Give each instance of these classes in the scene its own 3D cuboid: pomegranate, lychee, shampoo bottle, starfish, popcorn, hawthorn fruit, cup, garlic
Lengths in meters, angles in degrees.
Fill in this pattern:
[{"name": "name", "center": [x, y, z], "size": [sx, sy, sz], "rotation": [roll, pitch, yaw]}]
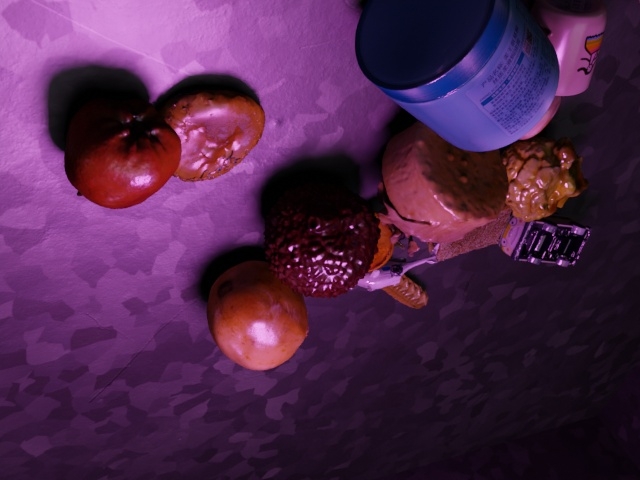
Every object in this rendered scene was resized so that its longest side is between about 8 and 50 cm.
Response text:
[{"name": "pomegranate", "center": [-0.172, 0.196, 2.008], "size": [0.307, 0.307, 0.307], "rotation": [-18, 139, -16]}, {"name": "lychee", "center": [0.000, 0.000, 1.909], "size": [0.306, 0.306, 0.330], "rotation": [-22, 164, -11]}, {"name": "shampoo bottle", "center": [0.305, -0.400, 1.642], "size": [0.331, 0.331, 0.342], "rotation": [-45, 140, 17]}, {"name": "starfish", "center": [0.213, -0.021, 2.222], "size": [0.133, 0.041, 0.130], "rotation": [-31, 129, -36]}, {"name": "popcorn", "center": [0.619, -0.181, 2.155], "size": [0.257, 0.224, 0.270], "rotation": [-19, 155, -15]}, {"name": "hawthorn fruit", "center": [-0.418, -0.164, 1.545], "size": [0.224, 0.224, 0.261], "rotation": [9, 143, -38]}, {"name": "cup", "center": [0.560, -0.473, 1.825], "size": [0.253, 0.191, 0.200], "rotation": [-29, 142, -30]}, {"name": "garlic", "center": [0.555, -0.349, 2.046], "size": [0.115, 0.128, 0.207], "rotation": [21, 129, -17]}]

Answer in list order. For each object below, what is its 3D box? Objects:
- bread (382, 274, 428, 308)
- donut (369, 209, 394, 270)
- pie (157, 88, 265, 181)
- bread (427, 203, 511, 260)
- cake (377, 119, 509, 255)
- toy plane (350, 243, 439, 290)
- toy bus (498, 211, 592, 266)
[{"name": "bread", "center": [0.231, 0.130, 2.364], "size": [0.367, 0.084, 0.077], "rotation": [35, 68, -50]}, {"name": "donut", "center": [0.121, 0.009, 2.091], "size": [0.190, 0.174, 0.074], "rotation": [-35, 160, 17]}, {"name": "pie", "center": [-0.246, -0.232, 1.681], "size": [0.273, 0.069, 0.273], "rotation": [-16, 143, -13]}, {"name": "bread", "center": [0.438, -0.053, 2.278], "size": [0.234, 0.110, 0.184], "rotation": [-15, 142, -16]}, {"name": "cake", "center": [0.271, -0.132, 1.959], "size": [0.332, 0.332, 0.321], "rotation": [3, 156, -35]}, {"name": "toy plane", "center": [0.225, 0.087, 2.179], "size": [0.273, 0.107, 0.182], "rotation": [1, 132, -31]}, {"name": "toy bus", "center": [0.689, -0.022, 2.409], "size": [0.305, 0.179, 0.143], "rotation": [4, 116, -36]}]
